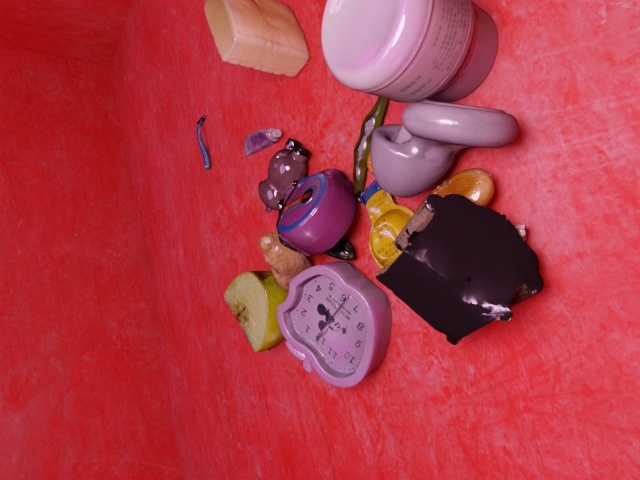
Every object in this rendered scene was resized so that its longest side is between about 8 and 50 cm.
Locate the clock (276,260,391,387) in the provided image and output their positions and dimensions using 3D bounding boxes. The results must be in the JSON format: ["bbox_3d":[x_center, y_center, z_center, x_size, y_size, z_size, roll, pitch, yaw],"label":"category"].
[{"bbox_3d":[0.036,0.230,1.128,0.338,0.102,0.338,6,100,37],"label":"clock"}]

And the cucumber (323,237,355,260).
[{"bbox_3d":[0.000,0.000,1.225,0.303,0.072,0.081,17,62,46],"label":"cucumber"}]

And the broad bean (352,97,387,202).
[{"bbox_3d":[0.120,-0.248,1.079,0.060,0.043,0.297,26,115,30],"label":"broad bean"}]

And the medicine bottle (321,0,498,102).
[{"bbox_3d":[0.181,-0.395,0.788,0.241,0.302,0.241,5,96,50],"label":"medicine bottle"}]

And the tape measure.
[{"bbox_3d":[-0.008,-0.083,1.126,0.231,0.149,0.245,-20,43,43],"label":"tape measure"}]

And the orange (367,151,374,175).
[{"bbox_3d":[0.156,-0.199,1.018,0.083,0.070,0.083,13,106,54],"label":"orange"}]

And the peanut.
[{"bbox_3d":[-0.104,0.066,1.245,0.137,0.253,0.122,6,56,21],"label":"peanut"}]

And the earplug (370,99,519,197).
[{"bbox_3d":[0.232,-0.195,0.824,0.325,0.214,0.175,-16,81,59],"label":"earplug"}]

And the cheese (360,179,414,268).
[{"bbox_3d":[0.172,-0.033,1.015,0.177,0.069,0.270,-45,57,42],"label":"cheese"}]

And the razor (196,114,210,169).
[{"bbox_3d":[-0.546,-0.450,1.873,0.082,0.042,0.253,-21,78,48],"label":"razor"}]

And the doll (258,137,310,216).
[{"bbox_3d":[-0.122,-0.201,1.320,0.182,0.117,0.257,51,129,39],"label":"doll"}]

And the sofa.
[{"bbox_3d":[0.267,0.052,0.798,0.258,0.182,0.200,41,149,10],"label":"sofa"}]

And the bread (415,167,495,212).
[{"bbox_3d":[0.287,-0.080,0.856,0.189,0.077,0.114,-37,44,45],"label":"bread"}]

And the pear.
[{"bbox_3d":[-0.187,0.208,1.409,0.292,0.159,0.292,8,100,47],"label":"pear"}]

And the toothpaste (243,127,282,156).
[{"bbox_3d":[-0.224,-0.368,1.485,0.301,0.048,0.075,5,125,57],"label":"toothpaste"}]

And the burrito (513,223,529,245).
[{"bbox_3d":[0.346,0.005,0.829,0.171,0.042,0.051,-20,88,51],"label":"burrito"}]

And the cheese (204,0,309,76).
[{"bbox_3d":[-0.194,-0.646,1.248,0.124,0.265,0.242,-46,60,43],"label":"cheese"}]
